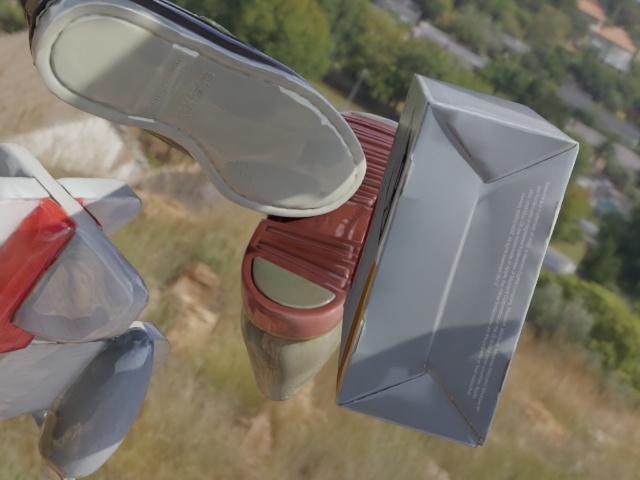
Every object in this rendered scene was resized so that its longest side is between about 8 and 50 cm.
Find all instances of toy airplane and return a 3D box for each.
[{"bbox_3d":[-0.256,0.117,0.875,0.386,0.384,0.272,-20,78,-20],"label":"toy airplane"}]

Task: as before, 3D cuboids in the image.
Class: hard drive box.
[{"bbox_3d":[0.077,0.000,0.810,0.089,0.181,0.232,16,10,0],"label":"hard drive box"}]

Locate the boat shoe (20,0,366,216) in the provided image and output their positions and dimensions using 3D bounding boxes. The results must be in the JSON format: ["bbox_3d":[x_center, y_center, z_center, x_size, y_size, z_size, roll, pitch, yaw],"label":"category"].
[{"bbox_3d":[-0.093,-0.116,1.022,0.324,0.116,0.097,25,21,-40],"label":"boat shoe"}]

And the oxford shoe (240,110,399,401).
[{"bbox_3d":[0.000,0.000,1.170,0.123,0.130,0.348,19,38,10],"label":"oxford shoe"}]
